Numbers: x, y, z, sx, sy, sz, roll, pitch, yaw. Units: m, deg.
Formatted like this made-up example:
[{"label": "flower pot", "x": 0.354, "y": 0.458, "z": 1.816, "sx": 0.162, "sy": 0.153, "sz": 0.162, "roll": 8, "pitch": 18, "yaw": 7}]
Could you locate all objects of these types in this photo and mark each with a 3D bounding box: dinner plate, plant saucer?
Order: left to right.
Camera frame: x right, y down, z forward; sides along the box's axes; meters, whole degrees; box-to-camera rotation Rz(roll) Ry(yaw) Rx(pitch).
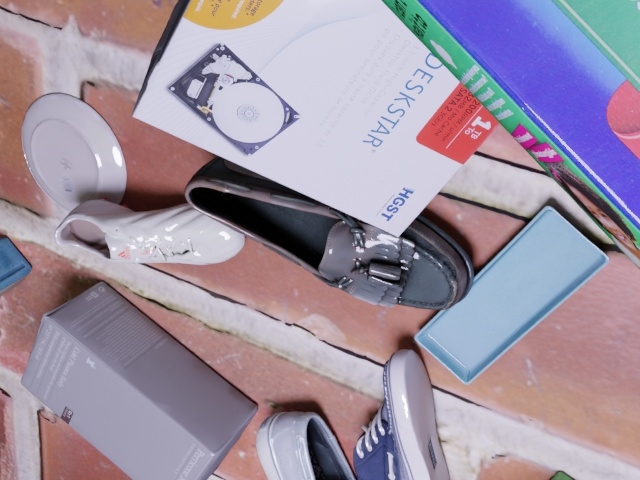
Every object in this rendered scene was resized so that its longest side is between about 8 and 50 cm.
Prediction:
[{"label": "dinner plate", "x": -0.267, "y": -0.086, "z": 0.919, "sx": 0.141, "sy": 0.017, "sz": 0.141, "roll": 14, "pitch": 122, "yaw": 24}, {"label": "plant saucer", "x": 0.161, "y": 0.050, "z": 0.746, "sx": 0.067, "sy": 0.018, "sz": 0.192, "roll": 42, "pitch": 128, "yaw": 4}]

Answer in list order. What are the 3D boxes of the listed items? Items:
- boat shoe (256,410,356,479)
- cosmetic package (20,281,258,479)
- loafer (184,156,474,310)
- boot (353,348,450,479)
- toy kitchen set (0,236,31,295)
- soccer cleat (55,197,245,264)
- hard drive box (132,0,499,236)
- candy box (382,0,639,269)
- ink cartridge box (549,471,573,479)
[{"label": "boat shoe", "x": 0.013, "y": 0.282, "z": 0.912, "sx": 0.081, "sy": 0.079, "sz": 0.228, "roll": -20, "pitch": 101, "yaw": 40}, {"label": "cosmetic package", "x": -0.203, "y": 0.173, "z": 0.964, "sx": 0.238, "sy": 0.107, "sz": 0.127, "roll": 38, "pitch": 124, "yaw": 11}, {"label": "loafer", "x": 0.000, "y": 0.000, "z": 0.762, "sx": 0.267, "sy": 0.084, "sz": 0.096, "roll": 26, "pitch": 123, "yaw": 20}, {"label": "boot", "x": 0.066, "y": 0.190, "z": 0.839, "sx": 0.086, "sy": 0.069, "sz": 0.190, "roll": -2, "pitch": 115, "yaw": 26}, {"label": "toy kitchen set", "x": -0.408, "y": -0.040, "z": 0.955, "sx": 0.207, "sy": 0.122, "sz": 0.166, "roll": 50, "pitch": 128, "yaw": -2}, {"label": "soccer cleat", "x": -0.171, "y": -0.002, "z": 0.864, "sx": 0.196, "sy": 0.076, "sz": 0.068, "roll": 6, "pitch": 118, "yaw": 20}, {"label": "hard drive box", "x": 0.008, "y": -0.129, "z": 0.633, "sx": 0.232, "sy": 0.089, "sz": 0.181, "roll": 23, "pitch": 131, "yaw": -18}, {"label": "candy box", "x": 0.190, "y": -0.170, "z": 0.476, "sx": 0.268, "sy": 0.122, "sz": 0.317, "roll": -44, "pitch": 89, "yaw": 4}, {"label": "ink cartridge box", "x": 0.164, "y": 0.370, "z": 0.747, "sx": 0.117, "sy": 0.278, "sz": 0.201, "roll": 38, "pitch": 127, "yaw": 7}]
